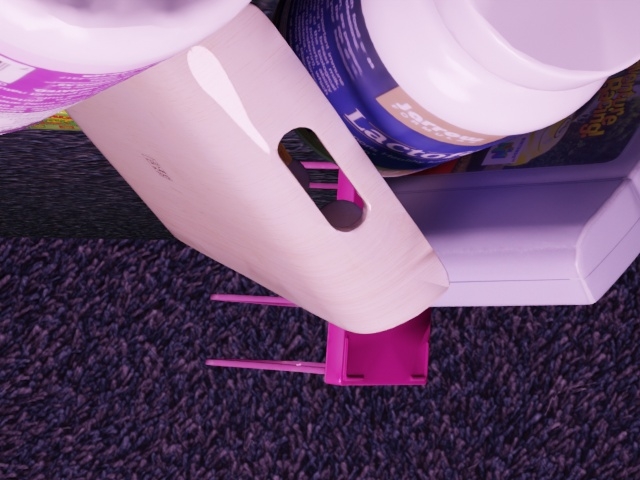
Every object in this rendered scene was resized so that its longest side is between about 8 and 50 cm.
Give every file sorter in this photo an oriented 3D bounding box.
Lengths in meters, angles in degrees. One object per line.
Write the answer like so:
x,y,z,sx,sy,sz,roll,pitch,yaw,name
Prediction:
0.000,0.000,1.397,0.182,0.290,0.202,2,176,29,file sorter

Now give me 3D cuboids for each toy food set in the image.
-0.070,-0.077,0.812,0.306,0.092,0.219,24,157,53,toy food set

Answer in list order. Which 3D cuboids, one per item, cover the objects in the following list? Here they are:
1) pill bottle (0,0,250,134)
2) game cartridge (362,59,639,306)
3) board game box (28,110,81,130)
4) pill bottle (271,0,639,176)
-0.147,-0.136,0.589,0.169,0.169,0.301,4,174,-29,pill bottle
0.155,-0.072,0.880,0.196,0.294,0.060,0,132,33,game cartridge
-0.198,-0.134,1.294,0.181,0.043,0.092,2,174,-7,board game box
0.075,-0.126,0.739,0.153,0.153,0.265,3,174,-18,pill bottle
